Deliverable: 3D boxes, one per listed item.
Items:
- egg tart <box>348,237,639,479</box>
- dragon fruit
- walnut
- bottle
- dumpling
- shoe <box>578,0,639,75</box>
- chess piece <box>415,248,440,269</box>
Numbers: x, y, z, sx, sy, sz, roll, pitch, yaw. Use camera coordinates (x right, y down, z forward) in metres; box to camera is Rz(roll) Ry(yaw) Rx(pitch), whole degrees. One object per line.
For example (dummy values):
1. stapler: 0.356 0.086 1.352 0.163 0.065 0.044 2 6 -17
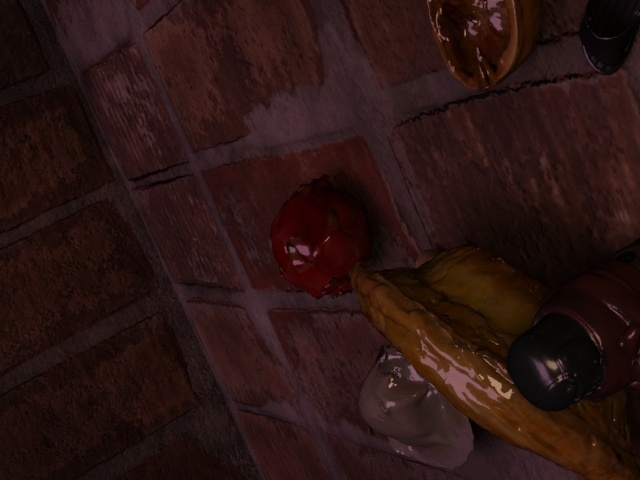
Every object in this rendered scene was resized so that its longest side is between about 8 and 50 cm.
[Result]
1. egg tart: 0.236 0.135 1.232 0.443 0.178 0.443 37 -179 -1
2. dragon fruit: 0.000 0.000 1.631 0.172 0.172 0.210 -14 92 64
3. walnut: 0.190 -0.278 1.097 0.167 0.087 0.211 24 134 62
4. bottle: 0.315 0.086 1.009 0.143 0.271 0.156 61 155 2
5. dumpling: 0.171 0.263 1.633 0.204 0.163 0.293 16 138 11
6. shoe: 0.294 -0.230 0.996 0.062 0.053 0.159 46 148 23
7. chess piece: 0.193 0.051 1.454 0.122 0.066 0.066 23 135 60
